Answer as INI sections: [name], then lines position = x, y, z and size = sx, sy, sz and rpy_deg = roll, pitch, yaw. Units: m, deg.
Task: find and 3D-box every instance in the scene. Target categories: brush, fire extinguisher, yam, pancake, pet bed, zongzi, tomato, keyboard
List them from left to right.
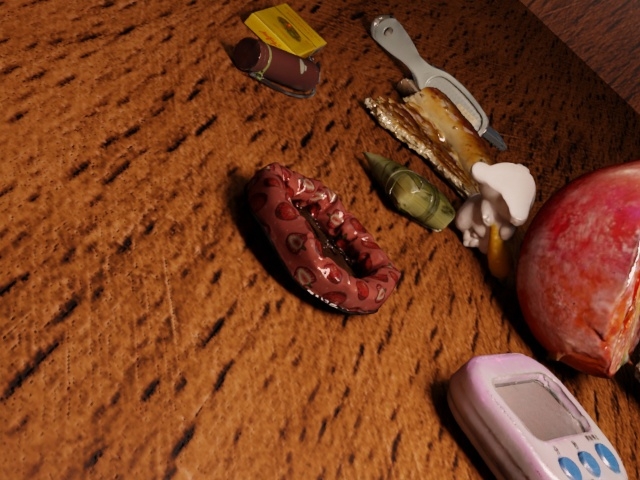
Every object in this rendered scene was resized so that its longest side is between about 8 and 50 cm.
[fire extinguisher]
position = -0.045, -0.218, 1.723
size = 0.158, 0.043, 0.064
rpy_deg = 13, 67, -53
[pet bed]
position = 0.000, 0.000, 1.391
size = 0.201, 0.053, 0.201
rpy_deg = 41, 16, -15
[zongzi]
position = 0.111, -0.065, 1.726
size = 0.104, 0.052, 0.113
rpy_deg = 34, 9, -45
[brush]
position = 0.178, -0.255, 2.179
size = 0.297, 0.068, 0.060
rpy_deg = 54, 7, 28
[yam]
position = 0.171, -0.192, 2.083
size = 0.145, 0.032, 0.032
rpy_deg = 51, 22, 14
[pancake]
position = 0.168, -0.145, 1.951
size = 0.244, 0.057, 0.266
rpy_deg = 25, 29, -39
[keyboard]
position = 0.241, -0.209, 2.261
size = 0.176, 0.014, 0.055
rpy_deg = 33, 23, -26
[tomato]
position = 0.338, 0.021, 1.709
size = 0.170, 0.308, 0.309
rpy_deg = 14, 15, 16

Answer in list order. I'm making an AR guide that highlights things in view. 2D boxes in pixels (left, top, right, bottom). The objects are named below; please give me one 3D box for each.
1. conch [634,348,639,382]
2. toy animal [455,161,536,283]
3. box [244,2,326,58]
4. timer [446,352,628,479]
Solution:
[conch]
position = 0.541, 0.193, 1.821
size = 0.210, 0.352, 0.297
rpy_deg = 5, 8, 30
[toy animal]
position = 0.238, -0.026, 1.799
size = 0.127, 0.181, 0.131
rpy_deg = -38, 77, -27
[box]
position = -0.046, -0.287, 1.878
size = 0.087, 0.023, 0.155
rpy_deg = 47, 21, 0
[timer]
position = 0.222, 0.202, 1.391
size = 0.190, 0.069, 0.208
rpy_deg = 53, 24, 23
